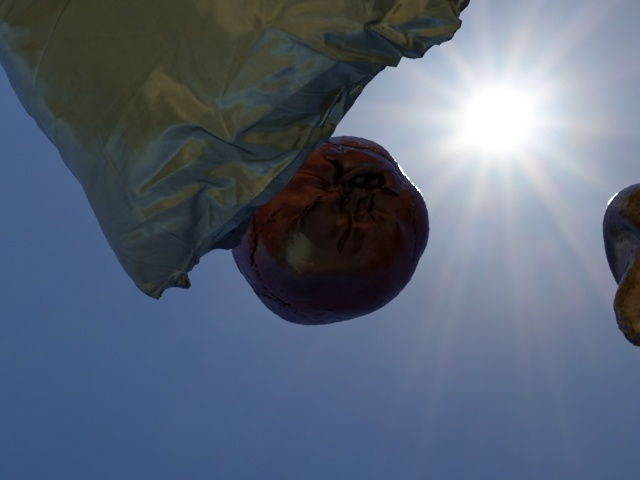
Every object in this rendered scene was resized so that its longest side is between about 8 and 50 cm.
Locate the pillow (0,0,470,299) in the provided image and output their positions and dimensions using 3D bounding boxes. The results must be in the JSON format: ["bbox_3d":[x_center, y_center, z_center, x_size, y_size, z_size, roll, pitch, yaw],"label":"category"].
[{"bbox_3d":[-0.083,-0.164,0.804,0.283,0.138,0.310,-38,-103,33],"label":"pillow"}]

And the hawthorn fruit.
[{"bbox_3d":[0.000,0.000,1.037,0.148,0.172,0.148,10,-121,-17],"label":"hawthorn fruit"}]

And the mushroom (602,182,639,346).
[{"bbox_3d":[0.244,0.017,0.958,0.085,0.126,0.109,-4,-121,4],"label":"mushroom"}]
